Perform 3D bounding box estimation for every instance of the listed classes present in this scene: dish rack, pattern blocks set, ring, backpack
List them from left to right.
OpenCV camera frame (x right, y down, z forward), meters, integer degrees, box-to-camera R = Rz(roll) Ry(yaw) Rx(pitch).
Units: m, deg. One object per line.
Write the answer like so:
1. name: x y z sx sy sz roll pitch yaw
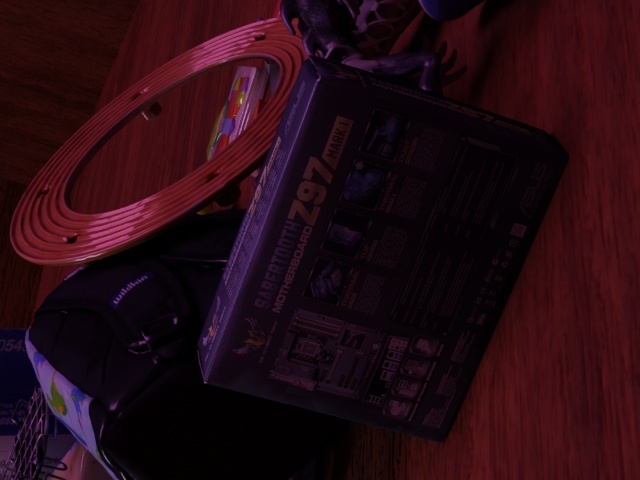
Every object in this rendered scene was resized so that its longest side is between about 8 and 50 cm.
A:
1. dish rack: -0.271 0.271 1.464 0.208 0.074 0.271 -124 54 -70
2. ring: -0.122 -0.085 1.414 0.337 0.032 0.336 -27 27 15
3. backpack: -0.105 0.093 1.362 0.290 0.273 0.355 -41 33 -20
4. pattern blocks set: -0.113 -0.150 2.177 0.285 0.026 0.324 155 130 -71

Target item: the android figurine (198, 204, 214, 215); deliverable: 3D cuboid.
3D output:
1. android figurine: -0.178 0.052 2.092 0.273 0.056 0.248 -106 30 -61

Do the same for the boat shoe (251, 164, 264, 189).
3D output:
1. boat shoe: -0.038 -0.049 1.737 0.178 0.064 0.060 -122 20 -73

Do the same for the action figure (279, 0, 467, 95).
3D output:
1. action figure: 0.056 -0.153 1.247 0.164 0.141 0.275 91 156 -62

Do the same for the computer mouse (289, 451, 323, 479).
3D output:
1. computer mouse: -0.039 0.249 1.429 0.193 0.042 0.106 -56 26 33

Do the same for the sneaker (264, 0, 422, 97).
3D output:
1. sneaker: 0.042 -0.185 1.469 0.262 0.099 0.121 -44 35 42

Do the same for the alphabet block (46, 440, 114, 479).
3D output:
1. alphabet block: -0.181 0.321 1.581 0.193 0.192 0.197 129 155 -60

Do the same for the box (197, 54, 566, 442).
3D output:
1. box: 0.038 0.010 1.119 0.059 0.183 0.232 -116 44 -66

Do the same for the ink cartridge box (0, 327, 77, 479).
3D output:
1. ink cartridge box: -0.267 0.255 1.748 0.071 0.324 0.330 35 112 41

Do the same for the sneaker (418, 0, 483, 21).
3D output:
1. sneaker: 0.128 -0.227 1.260 0.211 0.080 0.081 129 155 -57
